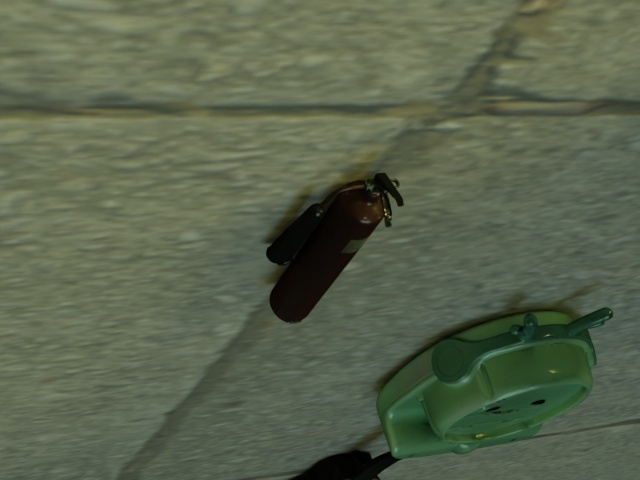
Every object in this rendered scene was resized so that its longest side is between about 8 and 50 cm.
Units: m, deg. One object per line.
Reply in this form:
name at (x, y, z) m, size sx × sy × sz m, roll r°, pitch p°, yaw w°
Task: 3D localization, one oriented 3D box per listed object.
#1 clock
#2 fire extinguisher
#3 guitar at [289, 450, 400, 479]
clock at (0.149, 0.111, 1.065) m, size 0.159 × 0.066 × 0.211 m, roll -5°, pitch 154°, yaw -26°
fire extinguisher at (0.000, 0.000, 0.767) m, size 0.049 × 0.035 × 0.173 m, roll 29°, pitch 146°, yaw -5°
guitar at (0.045, 0.217, 1.264) m, size 0.084 × 0.038 × 0.271 m, roll -1°, pitch 155°, yaw -33°
